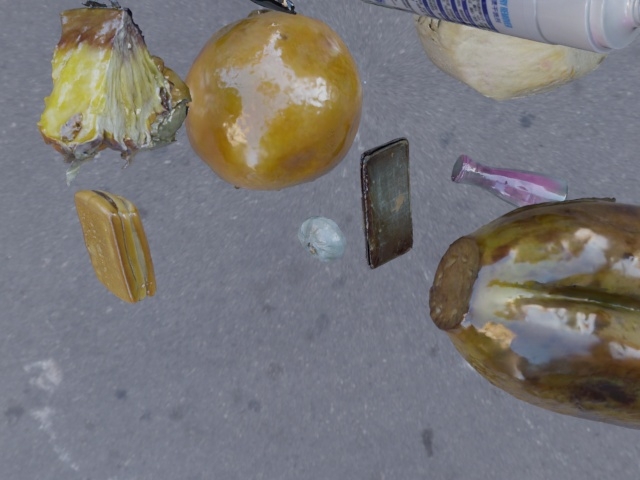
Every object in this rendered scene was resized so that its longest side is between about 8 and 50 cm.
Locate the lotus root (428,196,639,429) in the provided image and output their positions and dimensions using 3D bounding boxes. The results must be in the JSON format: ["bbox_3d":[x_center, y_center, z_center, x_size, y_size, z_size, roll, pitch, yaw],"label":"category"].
[{"bbox_3d":[0.241,0.056,0.671,0.291,0.193,0.193,12,102,-3],"label":"lotus root"}]

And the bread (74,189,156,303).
[{"bbox_3d":[-0.336,0.005,1.311,0.077,0.116,0.200,-29,131,-30],"label":"bread"}]

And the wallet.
[{"bbox_3d":[0.120,-0.068,1.441,0.122,0.031,0.232,-25,123,-35],"label":"wallet"}]

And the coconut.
[{"bbox_3d":[0.337,-0.423,1.406,0.352,0.352,0.353,1,101,3],"label":"coconut"}]

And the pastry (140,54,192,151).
[{"bbox_3d":[-0.266,-0.200,1.143,0.153,0.081,0.153,2,76,-10],"label":"pastry"}]

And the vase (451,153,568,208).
[{"bbox_3d":[0.361,-0.109,1.525,0.214,0.086,0.086,17,102,-8],"label":"vase"}]

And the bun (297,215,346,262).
[{"bbox_3d":[0.000,0.000,1.152,0.045,0.083,0.083,-43,98,-29],"label":"bun"}]

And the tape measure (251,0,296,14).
[{"bbox_3d":[-0.076,-0.271,0.688,0.351,0.215,0.098,32,124,35],"label":"tape measure"}]

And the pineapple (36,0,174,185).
[{"bbox_3d":[-0.148,-0.107,0.546,0.069,0.137,0.116,0,117,2],"label":"pineapple"}]

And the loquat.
[{"bbox_3d":[-0.083,-0.241,1.392,0.328,0.328,0.328,1,101,3],"label":"loquat"}]

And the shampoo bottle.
[{"bbox_3d":[0.152,-0.212,0.633,0.303,0.092,0.092,27,106,42],"label":"shampoo bottle"}]
